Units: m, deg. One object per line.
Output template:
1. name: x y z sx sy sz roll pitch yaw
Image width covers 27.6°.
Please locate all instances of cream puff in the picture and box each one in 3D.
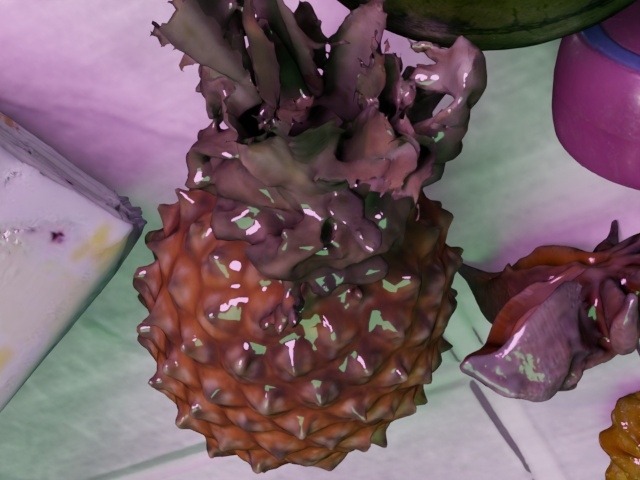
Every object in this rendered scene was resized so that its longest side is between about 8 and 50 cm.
1. cream puff: 0.206 0.130 0.786 0.083 0.058 0.083 23 125 -10

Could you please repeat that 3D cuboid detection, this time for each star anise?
1. star anise: 0.196 0.082 0.726 0.227 0.218 0.148 56 159 -13

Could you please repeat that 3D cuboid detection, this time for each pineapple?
1. pineapple: 0.000 0.000 0.589 0.175 0.175 0.361 17 157 -4

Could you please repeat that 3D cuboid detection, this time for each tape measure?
1. tape measure: 0.171 -0.071 0.607 0.125 0.118 0.074 6 126 9

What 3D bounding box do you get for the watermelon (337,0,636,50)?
1. watermelon: 0.052 -0.168 0.508 0.215 0.188 0.188 3 127 12

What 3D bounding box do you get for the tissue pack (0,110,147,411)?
1. tissue pack: -0.315 0.061 0.652 0.287 0.162 0.388 37 91 -13
